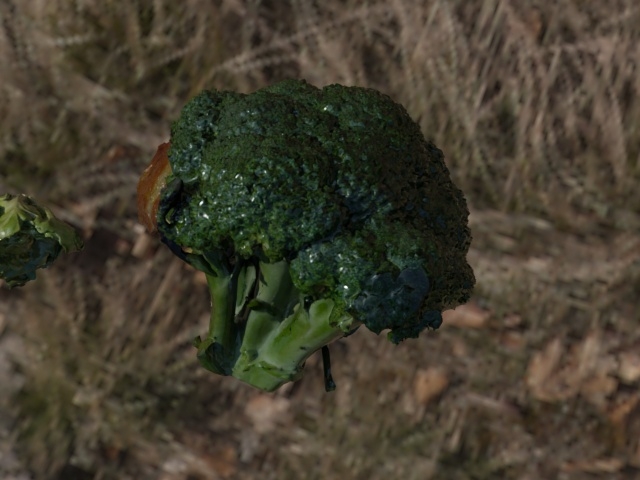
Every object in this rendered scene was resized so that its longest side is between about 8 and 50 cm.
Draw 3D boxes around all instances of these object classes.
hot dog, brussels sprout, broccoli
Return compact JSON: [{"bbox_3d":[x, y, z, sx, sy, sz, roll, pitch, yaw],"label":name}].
[{"bbox_3d":[-0.125,-0.058,1.833,0.103,0.146,0.213,52,175,-24],"label":"hot dog"},{"bbox_3d":[-0.208,-0.001,1.219,0.085,0.058,0.085,-11,144,-8],"label":"brussels sprout"},{"bbox_3d":[0.000,0.000,1.573,0.304,0.321,0.283,33,112,18],"label":"broccoli"}]
